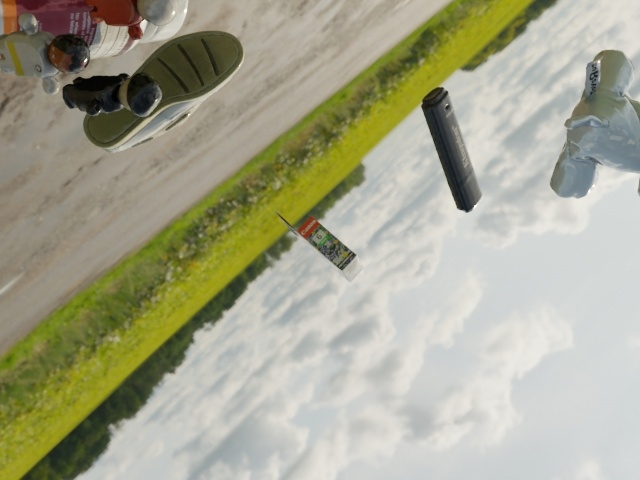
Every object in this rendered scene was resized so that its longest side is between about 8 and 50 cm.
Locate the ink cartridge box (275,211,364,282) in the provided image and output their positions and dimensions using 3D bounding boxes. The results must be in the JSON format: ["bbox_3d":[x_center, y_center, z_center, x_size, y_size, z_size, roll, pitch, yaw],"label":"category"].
[{"bbox_3d":[0.000,0.000,0.934,0.029,0.115,0.063,-47,160,-4],"label":"ink cartridge box"}]

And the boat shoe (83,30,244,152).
[{"bbox_3d":[-0.264,-0.258,1.312,0.302,0.113,0.103,-30,177,2],"label":"boat shoe"}]

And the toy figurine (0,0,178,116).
[{"bbox_3d":[-0.301,-0.281,1.006,0.209,0.148,0.212,29,71,-63],"label":"toy figurine"}]

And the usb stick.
[{"bbox_3d":[0.276,-0.184,1.580,0.045,0.278,0.077,10,-135,46],"label":"usb stick"}]

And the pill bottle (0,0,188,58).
[{"bbox_3d":[-0.429,-0.411,1.263,0.392,0.224,0.224,-24,167,-45],"label":"pill bottle"}]

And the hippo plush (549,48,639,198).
[{"bbox_3d":[0.517,-0.172,1.194,0.234,0.237,0.294,-65,163,-15],"label":"hippo plush"}]
